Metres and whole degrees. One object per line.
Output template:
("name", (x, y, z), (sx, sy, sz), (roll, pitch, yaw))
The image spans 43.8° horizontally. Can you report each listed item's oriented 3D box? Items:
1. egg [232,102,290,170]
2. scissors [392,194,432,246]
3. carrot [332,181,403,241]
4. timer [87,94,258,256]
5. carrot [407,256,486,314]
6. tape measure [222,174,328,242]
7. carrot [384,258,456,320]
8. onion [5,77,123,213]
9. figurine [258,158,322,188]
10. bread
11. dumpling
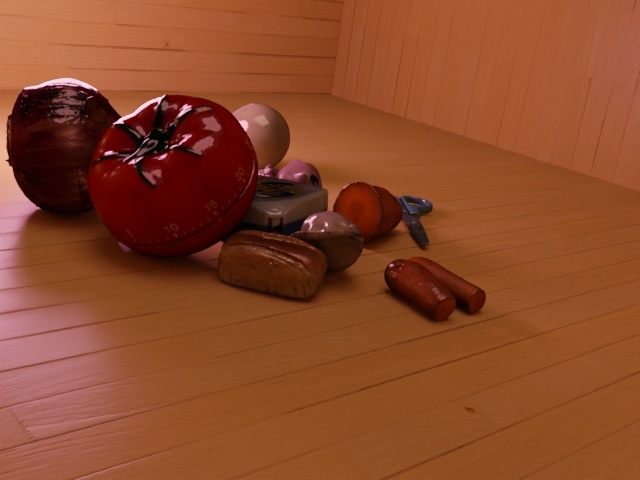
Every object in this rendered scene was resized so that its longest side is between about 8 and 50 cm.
("egg", (-0.209, -0.340, 2.618), (0.219, 0.219, 0.269), (-2, 20, -29))
("scissors", (0.259, -0.061, 2.290), (0.192, 0.029, 0.447), (6, 18, -6))
("carrot", (0.149, -0.068, 2.132), (0.159, 0.159, 0.225), (20, 9, 32))
("timer", (-0.325, -0.142, 1.783), (0.377, 0.279, 0.378), (-12, 50, 15))
("carrot", (0.272, 0.093, 1.790), (0.067, 0.067, 0.225), (-7, 25, -37))
("tape measure", (-0.134, -0.072, 1.990), (0.262, 0.138, 0.259), (18, 19, 26))
("carrot", (0.216, 0.100, 1.716), (0.087, 0.087, 0.193), (-5, 22, -34))
("onion", (-0.567, -0.229, 1.969), (0.384, 0.348, 0.348), (0, 20, -13))
("figurine", (-0.090, -0.161, 2.236), (0.186, 0.176, 0.287), (-34, 24, -28))
("bread", (-0.104, 0.046, 1.701), (0.236, 0.106, 0.140), (11, 21, 12))
("dumpling", (0.000, 0.000, 1.800), (0.172, 0.142, 0.247), (-3, -13, -18))
